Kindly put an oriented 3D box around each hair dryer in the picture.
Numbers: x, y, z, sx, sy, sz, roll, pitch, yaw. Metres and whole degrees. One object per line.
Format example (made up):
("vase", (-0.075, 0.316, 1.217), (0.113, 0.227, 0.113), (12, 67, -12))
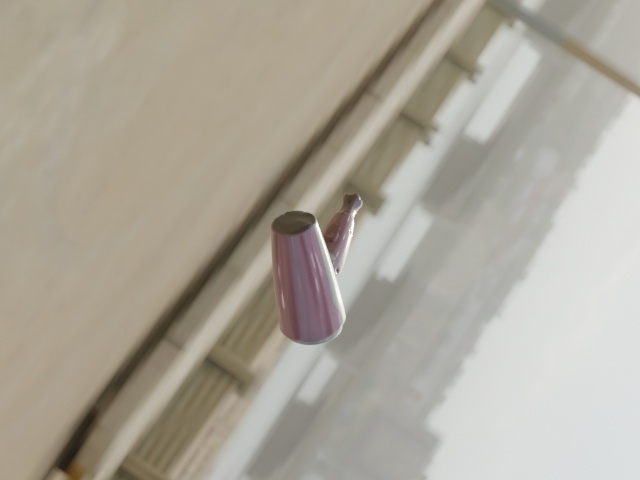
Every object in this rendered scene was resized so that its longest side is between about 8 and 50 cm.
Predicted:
("hair dryer", (0.002, 0.004, 1.463), (0.154, 0.054, 0.106), (-59, 146, -57))
